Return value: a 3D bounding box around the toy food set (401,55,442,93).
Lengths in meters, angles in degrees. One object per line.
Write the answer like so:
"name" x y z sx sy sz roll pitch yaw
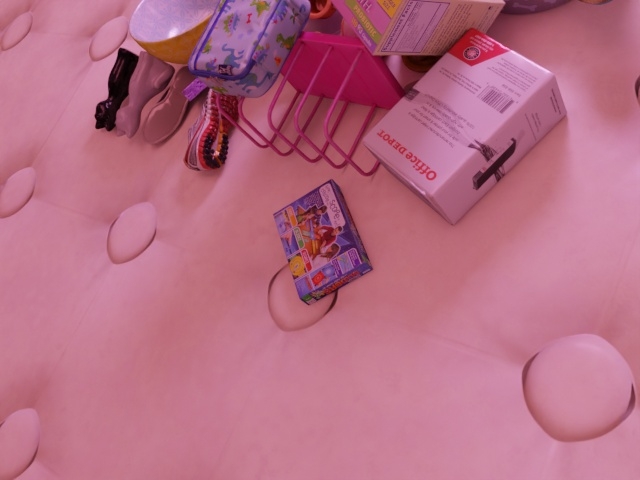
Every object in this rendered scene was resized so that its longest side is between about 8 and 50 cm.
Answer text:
"toy food set" 0.203 -0.397 1.353 0.128 0.071 0.217 -10 60 27

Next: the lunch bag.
"lunch bag" -0.133 -0.368 1.276 0.176 0.090 0.218 20 80 40

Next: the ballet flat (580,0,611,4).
"ballet flat" 0.428 -0.538 1.135 0.123 0.123 0.348 -6 62 29

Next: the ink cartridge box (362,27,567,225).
"ink cartridge box" 0.237 -0.191 1.191 0.273 0.114 0.197 -45 51 2

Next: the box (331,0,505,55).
"box" 0.151 -0.430 1.221 0.213 0.243 0.117 58 138 26

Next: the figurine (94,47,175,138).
"figurine" -0.463 -0.350 1.723 0.215 0.092 0.209 24 87 49

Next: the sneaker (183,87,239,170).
"sneaker" -0.246 -0.252 1.542 0.093 0.088 0.225 -9 56 37

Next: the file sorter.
"file sorter" -0.019 -0.256 1.330 0.291 0.202 0.182 19 77 37

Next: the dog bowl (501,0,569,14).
"dog bowl" 0.400 -0.570 1.309 0.349 0.102 0.348 -14 58 24

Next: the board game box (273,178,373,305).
"board game box" 0.000 0.000 1.283 0.136 0.035 0.201 -30 53 15

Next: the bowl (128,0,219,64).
"bowl" -0.277 -0.499 1.642 0.290 0.156 0.289 -15 49 18

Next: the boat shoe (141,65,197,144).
"boat shoe" -0.350 -0.313 1.671 0.206 0.075 0.065 -59 8 -2

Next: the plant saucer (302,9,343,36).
"plant saucer" -0.004 -0.601 1.578 0.401 0.100 0.400 -15 58 25

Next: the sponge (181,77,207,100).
"sponge" -0.221 -0.389 1.586 0.210 0.031 0.117 -40 14 0

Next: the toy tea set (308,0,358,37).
"toy tea set" -0.003 -0.436 1.424 0.336 0.124 0.199 -17 90 25
